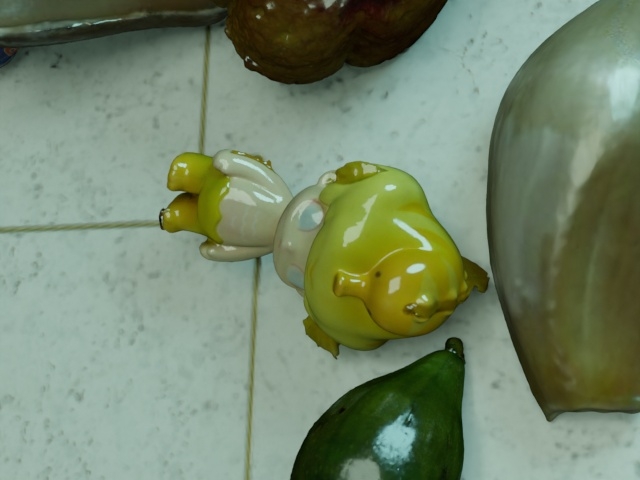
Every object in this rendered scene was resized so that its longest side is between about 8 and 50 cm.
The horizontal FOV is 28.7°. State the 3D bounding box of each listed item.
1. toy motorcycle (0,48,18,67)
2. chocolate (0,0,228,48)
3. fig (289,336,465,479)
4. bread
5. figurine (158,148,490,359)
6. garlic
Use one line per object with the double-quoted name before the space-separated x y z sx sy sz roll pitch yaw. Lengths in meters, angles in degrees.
"toy motorcycle" -0.293 -0.222 1.081 0.114 0.076 0.205 14 79 11
"chocolate" -0.202 -0.228 1.020 0.261 0.083 0.161 -7 76 -15
"fig" 0.055 0.137 0.872 0.117 0.117 0.177 26 75 21
"bread" 0.004 -0.242 0.925 0.232 0.135 0.247 43 88 -6
"figurine" 0.000 0.000 0.909 0.246 0.131 0.156 23 119 20
"garlic" 0.184 -0.030 0.878 0.143 0.112 0.318 4 89 15
